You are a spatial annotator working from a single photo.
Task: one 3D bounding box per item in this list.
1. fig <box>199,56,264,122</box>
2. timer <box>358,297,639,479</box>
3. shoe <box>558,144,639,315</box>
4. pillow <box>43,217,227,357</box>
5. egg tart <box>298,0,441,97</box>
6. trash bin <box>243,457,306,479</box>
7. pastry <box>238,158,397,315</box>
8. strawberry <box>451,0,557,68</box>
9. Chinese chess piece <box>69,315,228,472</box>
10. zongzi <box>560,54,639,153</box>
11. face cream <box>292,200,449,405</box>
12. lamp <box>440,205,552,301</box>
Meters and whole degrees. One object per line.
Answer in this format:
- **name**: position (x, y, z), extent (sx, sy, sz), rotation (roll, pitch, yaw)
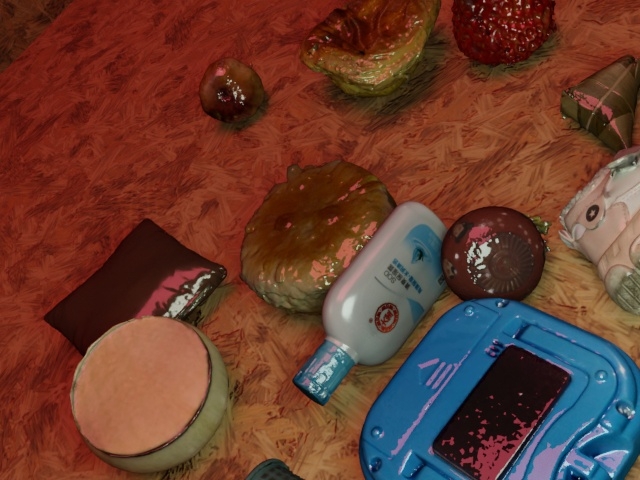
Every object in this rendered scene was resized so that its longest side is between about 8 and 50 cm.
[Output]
- **fig**: position (-0.211, -0.398, 1.809), extent (0.159, 0.159, 0.257), rotation (-15, 27, 21)
- **timer**: position (0.228, 0.235, 0.923), extent (0.309, 0.115, 0.340), rotation (26, 67, 42)
- **shoe**: position (0.490, -0.077, 0.987), extent (0.351, 0.172, 0.198), rotation (-41, 39, 5)
- **pillow**: position (-0.372, 0.115, 1.418), extent (0.305, 0.108, 0.308), rotation (27, 68, 42)
- **egg tart**: position (0.126, -0.446, 1.608), extent (0.339, 0.153, 0.351), rotation (-48, 43, -16)
- **trash bin**: position (-0.020, 0.384, 0.910), extent (0.161, 0.175, 0.175), rotation (9, 56, 26)
- **pastry**: position (0.000, 0.000, 1.271), extent (0.329, 0.136, 0.330), rotation (-19, 43, 18)
- **strawberry**: position (0.347, -0.473, 1.423), extent (0.205, 0.244, 0.205), rotation (-17, 46, 18)
- **Chinese chess piece**: position (-0.280, 0.251, 1.186), extent (0.257, 0.104, 0.257), rotation (-5, 59, 8)
- **zongzi**: position (0.519, -0.229, 1.214), extent (0.160, 0.078, 0.176), rotation (-36, 51, -3)
- **face cream**: position (0.083, 0.103, 1.102), extent (0.337, 0.163, 0.080), rotation (-49, 29, -18)
- **lamp**: position (0.259, 0.024, 1.090), extent (0.135, 0.157, 0.156), rotation (-112, 34, -81)
